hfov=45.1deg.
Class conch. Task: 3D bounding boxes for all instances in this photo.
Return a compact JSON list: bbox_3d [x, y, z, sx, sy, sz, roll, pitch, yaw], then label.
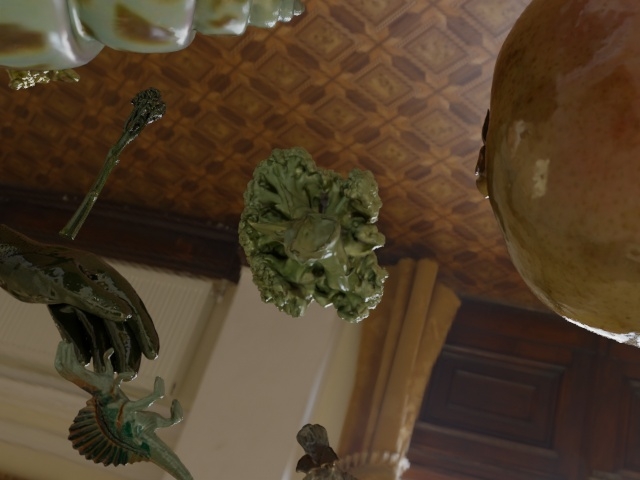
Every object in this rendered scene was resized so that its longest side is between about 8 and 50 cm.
[{"bbox_3d":[-0.200,-0.227,0.581,0.368,0.249,0.197,-7,121,-2],"label":"conch"}]

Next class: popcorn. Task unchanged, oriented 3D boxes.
[{"bbox_3d":[-0.359,-0.240,0.977,0.097,0.089,0.109,-35,137,17],"label":"popcorn"}]

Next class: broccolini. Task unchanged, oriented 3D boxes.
[{"bbox_3d":[-0.244,-0.096,0.909,0.042,0.218,0.044,3,146,37],"label":"broccolini"}]

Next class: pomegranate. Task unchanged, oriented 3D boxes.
[{"bbox_3d":[0.254,-0.069,0.551,0.319,0.319,0.319,14,151,8],"label":"pomegranate"}]

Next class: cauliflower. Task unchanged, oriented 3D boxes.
[{"bbox_3d":[0.007,-0.010,1.295,0.327,0.260,0.281,55,155,-10],"label":"cauliflower"}]

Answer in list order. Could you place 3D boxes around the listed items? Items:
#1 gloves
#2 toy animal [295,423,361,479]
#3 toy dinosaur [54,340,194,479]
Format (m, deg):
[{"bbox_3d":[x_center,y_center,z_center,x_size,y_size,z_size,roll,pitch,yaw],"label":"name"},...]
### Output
[{"bbox_3d":[-0.299,0.057,0.891,0.268,0.107,0.135,39,150,-5],"label":"gloves"},{"bbox_3d":[-0.001,0.354,1.030,0.273,0.197,0.160,-11,108,-4],"label":"toy animal"},{"bbox_3d":[-0.182,0.176,0.716,0.106,0.044,0.187,-14,103,4],"label":"toy dinosaur"}]
